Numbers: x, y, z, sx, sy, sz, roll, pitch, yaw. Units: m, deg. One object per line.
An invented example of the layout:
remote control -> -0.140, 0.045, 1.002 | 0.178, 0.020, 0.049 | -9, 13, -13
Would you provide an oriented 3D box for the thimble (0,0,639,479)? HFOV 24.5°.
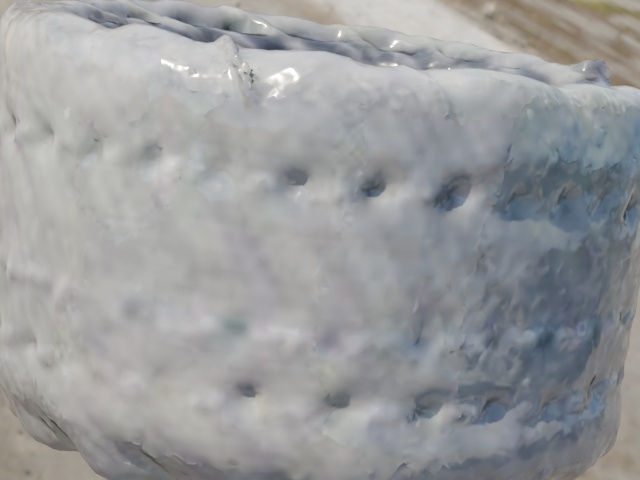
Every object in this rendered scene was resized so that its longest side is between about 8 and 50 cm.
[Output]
thimble -> 0.000, 0.000, 0.550 | 0.245, 0.157, 0.217 | 3, 13, -17
